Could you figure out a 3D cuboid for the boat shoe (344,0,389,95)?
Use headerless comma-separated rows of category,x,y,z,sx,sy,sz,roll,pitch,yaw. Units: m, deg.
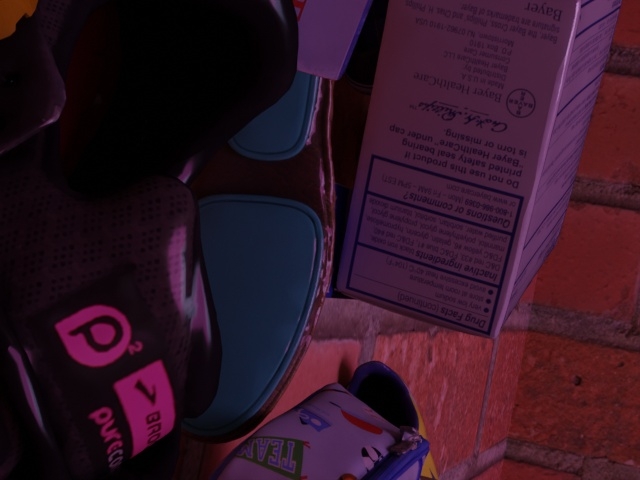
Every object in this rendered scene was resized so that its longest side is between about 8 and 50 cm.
boat shoe,0.069,-0.243,1.041,0.229,0.080,0.076,-66,160,-15

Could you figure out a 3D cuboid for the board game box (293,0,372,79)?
board game box,0.030,-0.286,0.575,0.318,0.065,0.319,-92,-158,-58

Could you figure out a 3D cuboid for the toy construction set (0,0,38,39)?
toy construction set,-0.144,-0.118,0.293,0.309,0.257,0.237,-40,170,-18

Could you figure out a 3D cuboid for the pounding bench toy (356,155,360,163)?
pounding bench toy,0.074,-0.083,1.165,0.083,0.052,0.065,54,49,-65

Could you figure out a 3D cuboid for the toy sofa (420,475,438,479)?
toy sofa,-0.007,0.377,1.019,0.177,0.150,0.363,1,99,-73

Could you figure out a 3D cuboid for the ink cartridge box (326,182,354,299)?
ink cartridge box,0.000,0.000,1.000,0.207,0.046,0.097,14,85,-71

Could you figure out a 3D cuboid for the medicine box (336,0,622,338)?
medicine box,0.146,-0.101,1.018,0.263,0.149,0.289,-37,141,-63

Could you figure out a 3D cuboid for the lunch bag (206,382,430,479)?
lunch bag,-0.033,0.245,0.812,0.303,0.115,0.243,-62,164,11

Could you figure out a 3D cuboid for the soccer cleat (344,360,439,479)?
soccer cleat,0.080,0.249,1.147,0.121,0.093,0.289,82,-9,-51

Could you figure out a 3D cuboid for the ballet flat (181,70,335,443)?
ballet flat,-0.046,-0.041,0.785,0.124,0.116,0.343,-95,-170,-86

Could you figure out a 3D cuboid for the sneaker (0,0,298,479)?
sneaker,-0.142,0.036,0.347,0.185,0.202,0.483,77,29,-49
